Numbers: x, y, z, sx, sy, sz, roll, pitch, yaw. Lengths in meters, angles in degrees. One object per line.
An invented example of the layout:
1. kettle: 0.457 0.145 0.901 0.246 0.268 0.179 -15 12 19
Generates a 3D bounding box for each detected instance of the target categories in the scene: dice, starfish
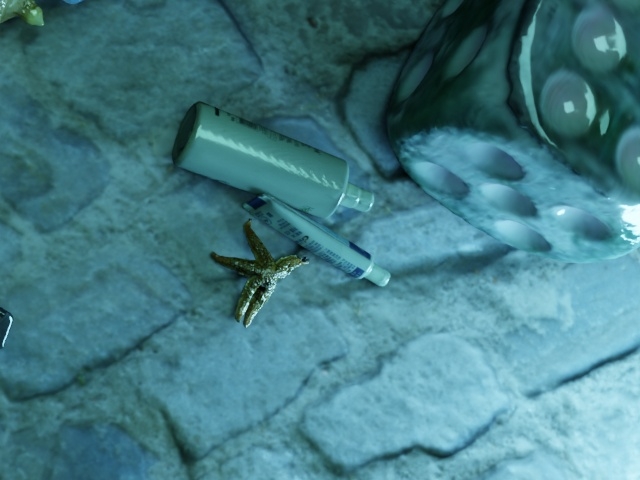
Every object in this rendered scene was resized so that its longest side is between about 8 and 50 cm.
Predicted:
1. dice: 0.310 -0.189 1.768 0.330 0.348 0.328 33 73 -14
2. starfish: -0.066 0.033 1.740 0.130 0.041 0.133 -14 88 -25

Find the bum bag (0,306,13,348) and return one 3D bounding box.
1. bum bag: -0.446 0.070 1.571 0.197 0.049 0.087 36 87 -18

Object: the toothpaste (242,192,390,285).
1. toothpaste: 0.000 0.000 1.768 0.216 0.062 0.037 30 59 -20

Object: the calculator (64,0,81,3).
1. calculator: -0.273 -0.363 1.678 0.210 0.039 0.121 -40 105 -47

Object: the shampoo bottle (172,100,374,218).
1. shampoo bottle: -0.052 -0.090 1.740 0.262 0.085 0.085 20 75 -19

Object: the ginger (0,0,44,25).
1. ginger: -0.409 -0.320 1.615 0.216 0.102 0.157 42 42 -7
